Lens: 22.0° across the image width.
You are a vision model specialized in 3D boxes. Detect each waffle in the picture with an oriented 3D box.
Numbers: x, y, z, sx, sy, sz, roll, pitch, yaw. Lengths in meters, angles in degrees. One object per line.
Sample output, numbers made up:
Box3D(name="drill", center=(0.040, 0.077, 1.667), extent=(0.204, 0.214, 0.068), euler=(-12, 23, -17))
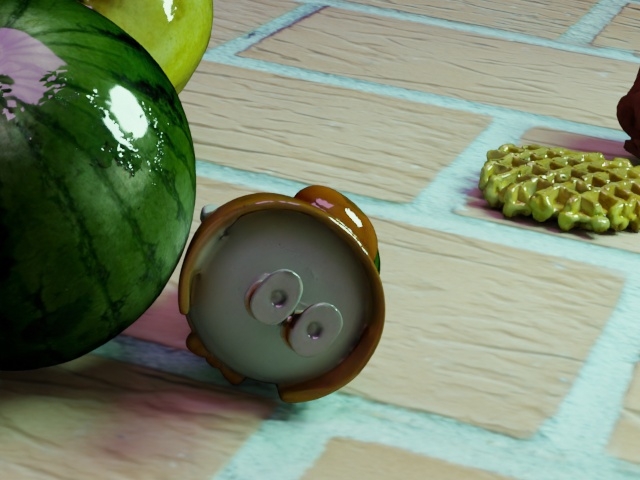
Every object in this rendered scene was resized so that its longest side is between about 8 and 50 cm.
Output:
Box3D(name="waffle", center=(0.235, -0.051, 1.536), extent=(0.191, 0.038, 0.191), euler=(5, 20, -2))

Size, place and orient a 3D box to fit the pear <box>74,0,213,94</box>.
Box3D(name="pear", center=(-0.261, -0.220, 1.496), extent=(0.304, 0.303, 0.304), euler=(6, 20, -2))

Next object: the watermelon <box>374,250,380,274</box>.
Box3D(name="watermelon", center=(0.000, 0.000, 1.282), extent=(0.106, 0.062, 0.105), euler=(15, 18, -5))

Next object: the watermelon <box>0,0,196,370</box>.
Box3D(name="watermelon", center=(-0.194, -0.038, 1.038), extent=(0.242, 0.242, 0.242), euler=(6, 20, -2))

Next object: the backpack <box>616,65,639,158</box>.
Box3D(name="backpack", center=(0.410, -0.112, 1.633), extent=(0.229, 0.138, 0.229), euler=(23, 11, -5))

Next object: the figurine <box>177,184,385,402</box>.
Box3D(name="figurine", center=(-0.034, 0.034, 1.110), extent=(0.143, 0.143, 0.271), euler=(1, -4, -17))
